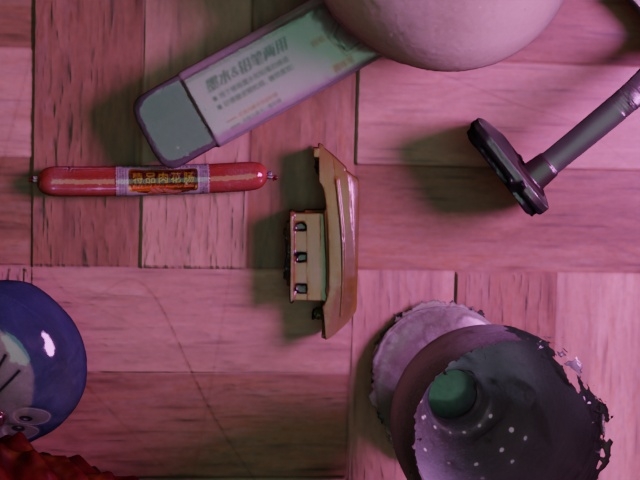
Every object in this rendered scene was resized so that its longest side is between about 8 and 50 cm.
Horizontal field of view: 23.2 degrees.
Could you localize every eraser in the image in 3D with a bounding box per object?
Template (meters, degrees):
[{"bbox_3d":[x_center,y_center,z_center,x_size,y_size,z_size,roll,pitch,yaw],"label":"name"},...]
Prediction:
[{"bbox_3d":[-0.023,-0.188,1.587,0.352,0.061,0.089,-29,99,-4],"label":"eraser"}]

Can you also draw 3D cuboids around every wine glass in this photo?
[{"bbox_3d":[0.147,0.163,1.492,0.191,0.357,0.190,0,92,-8],"label":"wine glass"}]

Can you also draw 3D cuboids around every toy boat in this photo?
[{"bbox_3d":[0.000,0.000,1.609,0.077,0.057,0.200,1,95,-1],"label":"toy boat"}]

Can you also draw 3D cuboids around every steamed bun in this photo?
[{"bbox_3d":[0.126,-0.309,1.497,0.283,0.177,0.283,5,71,-16],"label":"steamed bun"}]

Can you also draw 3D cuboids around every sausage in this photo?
[{"bbox_3d":[-0.169,-0.063,1.594,0.253,0.034,0.034,-3,95,-8],"label":"sausage"}]

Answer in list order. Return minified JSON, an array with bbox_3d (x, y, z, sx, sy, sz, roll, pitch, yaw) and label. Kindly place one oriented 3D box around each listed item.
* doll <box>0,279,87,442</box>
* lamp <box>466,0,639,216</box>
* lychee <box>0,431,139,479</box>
[{"bbox_3d":[-0.355,0.100,1.527,0.258,0.154,0.228,40,122,-2],"label":"doll"},{"bbox_3d":[0.256,-0.180,1.597,0.283,0.124,0.203,-40,88,-5],"label":"lamp"},{"bbox_3d":[-0.263,0.401,1.430,0.425,0.424,0.500,-40,104,-2],"label":"lychee"}]
